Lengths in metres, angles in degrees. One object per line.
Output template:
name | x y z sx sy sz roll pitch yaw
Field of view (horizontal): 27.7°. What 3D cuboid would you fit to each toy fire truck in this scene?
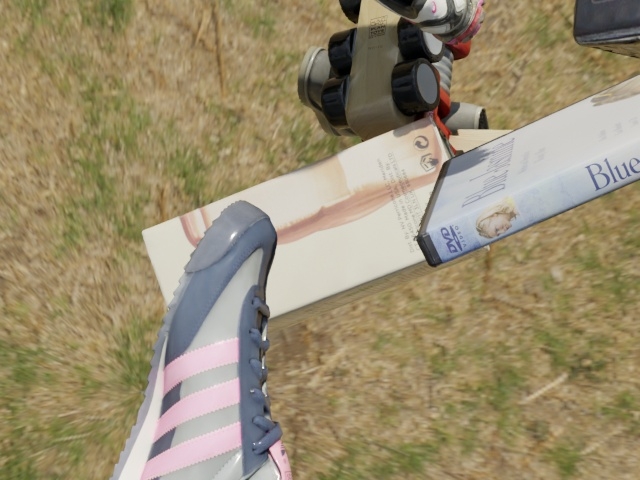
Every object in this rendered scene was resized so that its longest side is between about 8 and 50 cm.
toy fire truck | 0.139 -0.178 1.452 0.158 0.246 0.217 -9 59 32

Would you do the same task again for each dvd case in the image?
dvd case | 0.175 -0.067 0.700 0.253 0.180 0.022 -24 101 15

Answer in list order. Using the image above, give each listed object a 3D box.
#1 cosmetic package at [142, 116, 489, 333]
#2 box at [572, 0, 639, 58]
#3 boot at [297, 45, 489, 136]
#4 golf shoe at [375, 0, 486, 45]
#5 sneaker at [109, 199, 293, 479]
cosmetic package | 0.000 0.000 1.253 0.296 0.153 0.129 -22 83 9
box | 0.156 -0.114 0.317 0.156 0.093 0.158 8 88 -30
boot | 0.091 -0.159 1.554 0.208 0.189 0.076 18 79 24
golf shoe | 0.065 -0.242 1.152 0.086 0.186 0.067 16 110 -46
sneaker | -0.066 0.132 0.988 0.131 0.112 0.319 16 87 17
